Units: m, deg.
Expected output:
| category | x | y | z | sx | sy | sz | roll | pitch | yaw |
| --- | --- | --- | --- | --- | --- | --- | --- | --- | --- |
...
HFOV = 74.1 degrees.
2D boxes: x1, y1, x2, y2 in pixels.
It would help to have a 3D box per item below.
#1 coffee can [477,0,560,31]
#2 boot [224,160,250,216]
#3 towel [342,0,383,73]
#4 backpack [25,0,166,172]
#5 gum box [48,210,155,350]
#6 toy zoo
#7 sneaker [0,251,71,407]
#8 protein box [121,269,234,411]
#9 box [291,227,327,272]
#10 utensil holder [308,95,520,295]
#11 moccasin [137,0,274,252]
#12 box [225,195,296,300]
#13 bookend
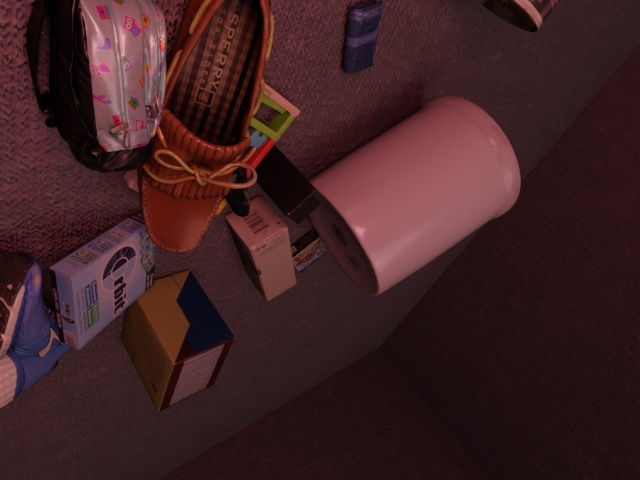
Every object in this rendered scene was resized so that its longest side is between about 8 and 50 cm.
| category | x | y | z | sx | sy | sz | roll | pitch | yaw |
| --- | --- | --- | --- | --- | --- | --- | --- | --- | --- |
| coffee can | 0.370 | -0.522 | 0.683 | 0.202 | 0.201 | 0.275 | -3 | 136 | -53 |
| boot | -0.174 | -0.077 | 0.727 | 0.099 | 0.045 | 0.121 | -26 | 142 | -29 |
| towel | 0.072 | -0.352 | 0.741 | 0.067 | 0.029 | 0.119 | -30 | 153 | -21 |
| backpack | -0.238 | -0.185 | 0.466 | 0.115 | 0.152 | 0.181 | -22 | 137 | -46 |
| gum box | -0.344 | 0.060 | 0.693 | 0.184 | 0.041 | 0.156 | -57 | 168 | -55 |
| toy zoo | -0.184 | -0.145 | 0.701 | 0.293 | 0.030 | 0.192 | -48 | 151 | 15 |
| sneaker | -0.473 | 0.129 | 0.679 | 0.147 | 0.130 | 0.329 | -34 | 162 | -51 |
| protein box | -0.315 | 0.214 | 0.915 | 0.136 | 0.199 | 0.201 | -16 | 145 | -42 |
| box | 0.000 | 0.000 | 1.208 | 0.207 | 0.036 | 0.114 | -38 | 155 | -6 |
| utensil holder | 0.195 | -0.102 | 0.992 | 0.386 | 0.327 | 0.327 | -32 | 154 | -12 |
| moccasin | -0.149 | -0.141 | 0.555 | 0.139 | 0.147 | 0.379 | 18 | 115 | -28 |
| box | -0.130 | 0.029 | 0.984 | 0.094 | 0.113 | 0.275 | -32 | 153 | -17 |
| bookend | -0.054 | -0.097 | 0.829 | 0.072 | 0.157 | 0.156 | -43 | 155 | 4 |
